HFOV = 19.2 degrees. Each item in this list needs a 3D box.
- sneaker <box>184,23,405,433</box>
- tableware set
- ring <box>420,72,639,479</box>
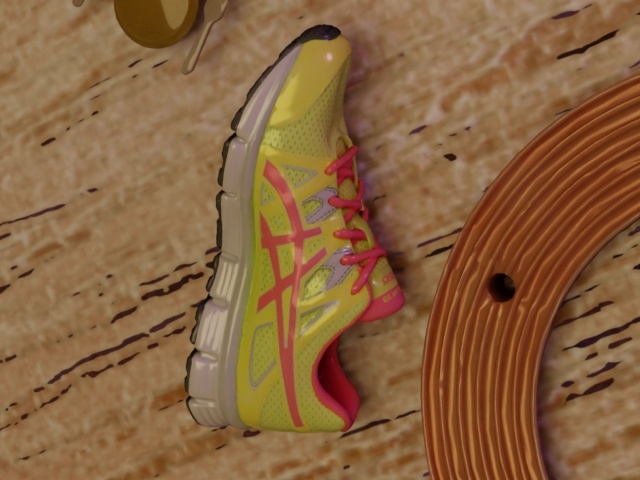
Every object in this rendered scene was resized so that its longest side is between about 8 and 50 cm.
[{"bbox_3d":[0.000,0.000,0.908,0.094,0.081,0.208,15,110,15],"label":"sneaker"},{"bbox_3d":[-0.095,-0.162,0.952,0.154,0.024,0.104,34,107,17],"label":"tableware set"},{"bbox_3d":[0.205,0.081,0.848,0.337,0.032,0.336,4,99,23],"label":"ring"}]
